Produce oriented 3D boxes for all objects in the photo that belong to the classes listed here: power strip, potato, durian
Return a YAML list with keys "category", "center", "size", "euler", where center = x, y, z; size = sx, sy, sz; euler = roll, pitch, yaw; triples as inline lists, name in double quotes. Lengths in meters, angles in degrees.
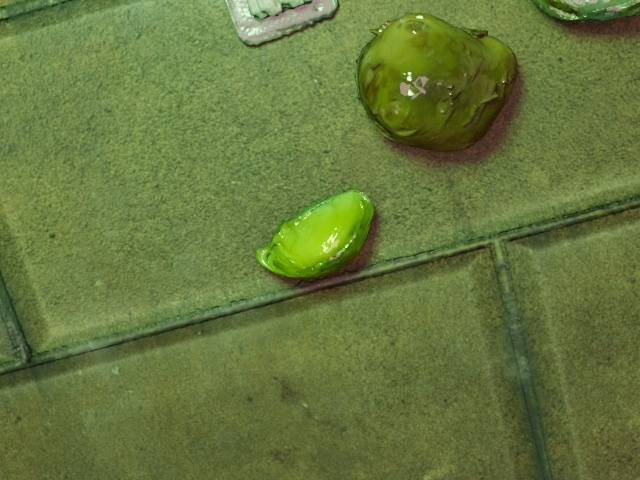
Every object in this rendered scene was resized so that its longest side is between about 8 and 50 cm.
- category: "power strip"
  center: [-0.090, -0.479, 1.328]
  size: [0.198, 0.064, 0.213]
  euler: [-22, 102, 2]
- category: "potato"
  center: [0.215, -0.275, 1.319]
  size: [0.299, 0.196, 0.247]
  euler: [5, 105, -4]
- category: "durian"
  center: [0.000, 0.000, 1.429]
  size: [0.250, 0.101, 0.139]
  euler: [-38, 66, 7]

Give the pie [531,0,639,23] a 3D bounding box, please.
- category: "pie"
  center: [0.502, -0.529, 1.295]
  size: [0.302, 0.067, 0.303]
  euler: [0, 92, 10]
